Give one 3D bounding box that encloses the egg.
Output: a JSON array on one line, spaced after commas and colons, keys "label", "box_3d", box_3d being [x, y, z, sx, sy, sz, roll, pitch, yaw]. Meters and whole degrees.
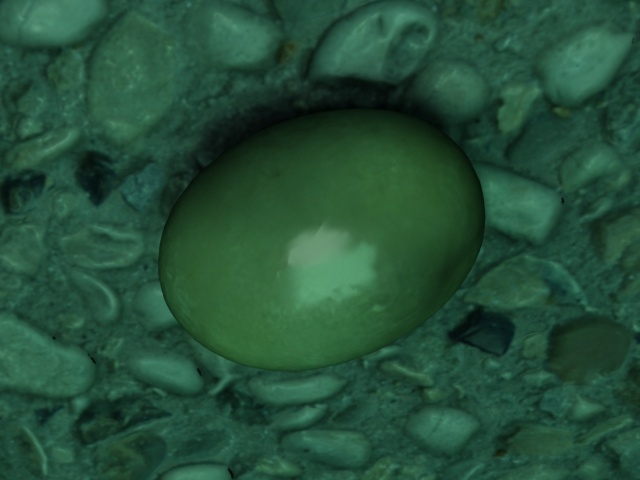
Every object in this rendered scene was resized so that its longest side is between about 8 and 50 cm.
[{"label": "egg", "box_3d": [0.000, 0.000, 1.938, 0.352, 0.258, 0.258, -27, 127, 11]}]
